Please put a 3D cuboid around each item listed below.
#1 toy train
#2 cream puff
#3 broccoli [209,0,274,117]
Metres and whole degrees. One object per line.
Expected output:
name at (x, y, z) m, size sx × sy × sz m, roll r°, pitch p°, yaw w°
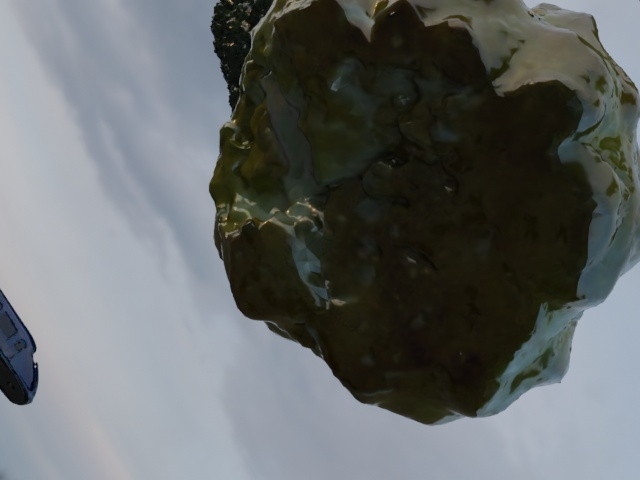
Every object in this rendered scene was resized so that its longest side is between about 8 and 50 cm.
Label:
toy train at (-0.117, 0.018, 0.413) m, size 0.017 × 0.017 × 0.083 m, roll -17°, pitch -73°, yaw 45°
cream puff at (0.066, -0.039, 0.728) m, size 0.282 × 0.185 × 0.282 m, roll 7°, pitch -72°, yaw 23°
broccoli at (0.049, -0.203, 1.285) m, size 0.304 × 0.321 × 0.283 m, roll 36°, pitch 13°, yaw 30°
